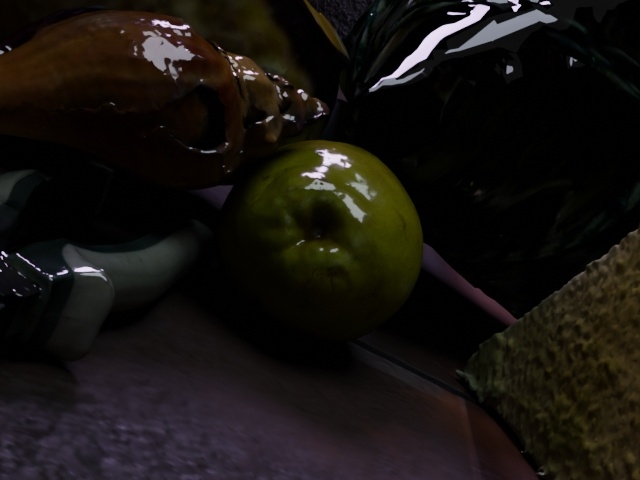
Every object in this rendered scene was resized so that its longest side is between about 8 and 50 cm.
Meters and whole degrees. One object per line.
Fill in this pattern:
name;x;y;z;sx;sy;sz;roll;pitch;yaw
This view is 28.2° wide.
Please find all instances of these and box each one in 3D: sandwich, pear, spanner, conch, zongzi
sandwich;0.158;0.051;0.643;0.058;0.162;0.193;19;14;-24
pear;0.000;0.000;0.656;0.107;0.107;0.131;28;3;1
spanner;-0.119;0.006;0.519;0.095;0.040;0.325;29;11;4
conch;-0.108;-0.073;0.597;0.232;0.080;0.086;13;9;-7
zongzi;0.169;-0.046;0.862;0.362;0.319;0.383;51;29;-20

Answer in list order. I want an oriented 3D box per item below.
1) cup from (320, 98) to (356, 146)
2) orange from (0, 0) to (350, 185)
cup;-0.022;-0.071;0.977;0.077;0.078;0.100;13;49;-34
orange;-0.136;-0.180;0.759;0.369;0.210;0.271;59;8;3
